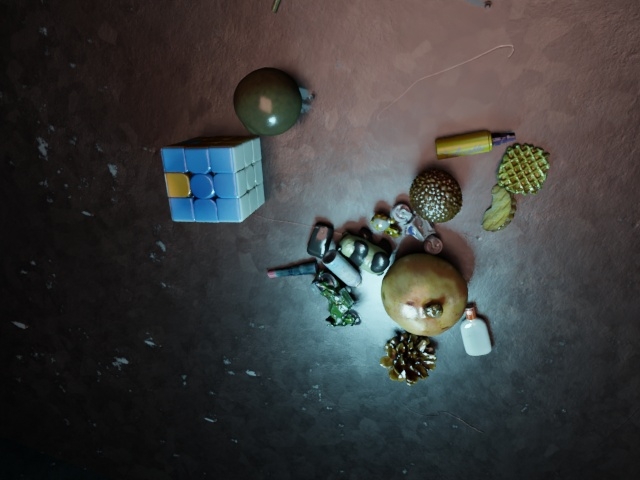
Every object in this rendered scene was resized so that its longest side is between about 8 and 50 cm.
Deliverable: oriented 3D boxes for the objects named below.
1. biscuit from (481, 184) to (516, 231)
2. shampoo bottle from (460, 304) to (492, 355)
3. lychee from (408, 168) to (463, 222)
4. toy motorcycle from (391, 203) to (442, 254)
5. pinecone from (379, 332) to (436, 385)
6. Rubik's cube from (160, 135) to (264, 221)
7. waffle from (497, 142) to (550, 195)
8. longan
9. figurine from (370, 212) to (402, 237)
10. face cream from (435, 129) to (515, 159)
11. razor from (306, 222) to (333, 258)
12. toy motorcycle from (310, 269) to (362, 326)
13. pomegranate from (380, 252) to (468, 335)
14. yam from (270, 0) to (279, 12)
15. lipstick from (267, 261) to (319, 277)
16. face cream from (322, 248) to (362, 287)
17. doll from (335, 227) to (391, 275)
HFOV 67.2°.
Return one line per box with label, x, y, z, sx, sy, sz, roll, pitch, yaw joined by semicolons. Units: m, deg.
biscuit;0.679;-0.108;1.804;0.061;0.118;0.183;3;113;-34
shampoo bottle;0.638;0.371;1.998;0.108;0.051;0.220;-12;107;19
lychee;0.426;-0.156;1.788;0.200;0.200;0.238;5;139;12
toy motorcycle;0.388;-0.054;1.888;0.254;0.112;0.112;44;113;-3
pinecone;0.373;0.497;2.032;0.203;0.201;0.228;32;89;-15
Rubik's cube;-0.407;-0.247;1.889;0.292;0.291;0.290;1;110;14
waffle;0.736;-0.257;1.741;0.169;0.036;0.183;18;100;6
longan;-0.194;-0.504;1.774;0.258;0.258;0.257;4;110;12
figurine;0.258;-0.055;1.919;0.101;0.068;0.143;7;152;38
face cream;0.557;-0.352;1.741;0.274;0.078;0.078;-7;108;15
razor;0.000;0.000;2.012;0.090;0.054;0.148;19;113;2
toy motorcycle;0.056;0.259;2.051;0.187;0.125;0.274;-34;90;47
pomegranate;0.399;0.216;1.853;0.339;0.338;0.338;4;110;12
yam;-0.152;-0.885;1.744;0.021;0.021;0.116;28;115;2
lipstick;-0.125;0.130;2.093;0.234;0.053;0.053;-8;108;18
face cream;0.100;0.125;1.983;0.075;0.075;0.229;-30;132;21
doll;0.180;0.045;1.942;0.234;0.143;0.135;33;119;0
